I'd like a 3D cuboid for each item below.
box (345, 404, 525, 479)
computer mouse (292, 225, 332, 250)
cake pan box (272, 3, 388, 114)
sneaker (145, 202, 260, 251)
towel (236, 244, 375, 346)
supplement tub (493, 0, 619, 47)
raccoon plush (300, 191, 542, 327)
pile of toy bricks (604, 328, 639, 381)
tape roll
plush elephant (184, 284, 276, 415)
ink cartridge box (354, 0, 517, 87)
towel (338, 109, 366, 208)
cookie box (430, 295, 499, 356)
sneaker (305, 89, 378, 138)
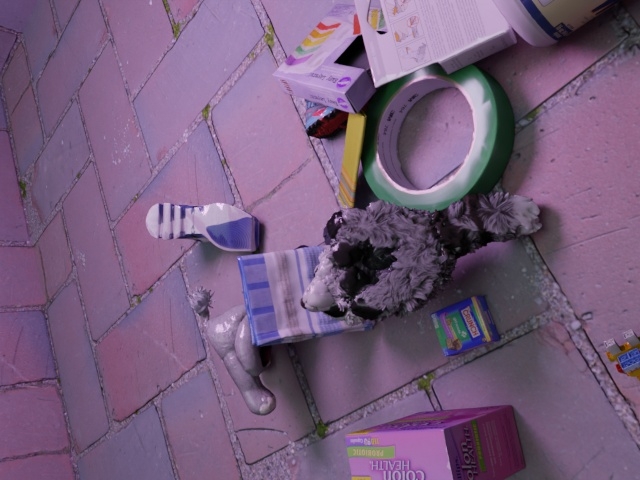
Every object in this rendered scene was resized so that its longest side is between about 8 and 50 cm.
[{"bbox_3d":[0.209,0.382,1.050,0.214,0.243,0.117,-20,74,41],"label":"box"},{"bbox_3d":[0.000,0.000,1.402,0.242,0.041,0.071,-33,67,38],"label":"computer mouse"},{"bbox_3d":[0.060,-0.402,1.262,0.245,0.070,0.267,-51,45,-9],"label":"cake pan box"},{"bbox_3d":[-0.307,-0.050,1.638,0.316,0.182,0.127,8,96,14],"label":"sneaker"},{"bbox_3d":[-0.028,0.114,1.273,0.034,0.285,0.209,136,124,-63],"label":"towel"},{"bbox_3d":[0.428,-0.486,0.896,0.325,0.236,0.235,-30,68,38],"label":"supplement tub"},{"bbox_3d":[0.179,0.063,1.140,0.447,0.299,0.215,-4,75,-1],"label":"raccoon plush"},{"bbox_3d":[0.550,0.167,0.855,0.212,0.118,0.105,-36,103,25],"label":"pile of toy bricks"},{"bbox_3d":[0.226,-0.209,1.178,0.321,0.077,0.320,-2,87,43],"label":"tape roll"},{"bbox_3d":[-0.131,0.191,1.400,0.256,0.272,0.329,-32,100,-1],"label":"plush elephant"},{"bbox_3d":[0.202,-0.458,1.109,0.261,0.066,0.296,-19,73,26],"label":"ink cartridge box"},{"bbox_3d":[0.073,-0.177,1.277,0.102,0.021,0.237,-114,26,-55],"label":"towel"},{"bbox_3d":[0.280,0.168,1.131,0.107,0.040,0.091,-31,67,37],"label":"cookie box"},{"bbox_3d":[0.054,-0.340,1.328,0.262,0.104,0.125,-23,68,37],"label":"sneaker"}]
